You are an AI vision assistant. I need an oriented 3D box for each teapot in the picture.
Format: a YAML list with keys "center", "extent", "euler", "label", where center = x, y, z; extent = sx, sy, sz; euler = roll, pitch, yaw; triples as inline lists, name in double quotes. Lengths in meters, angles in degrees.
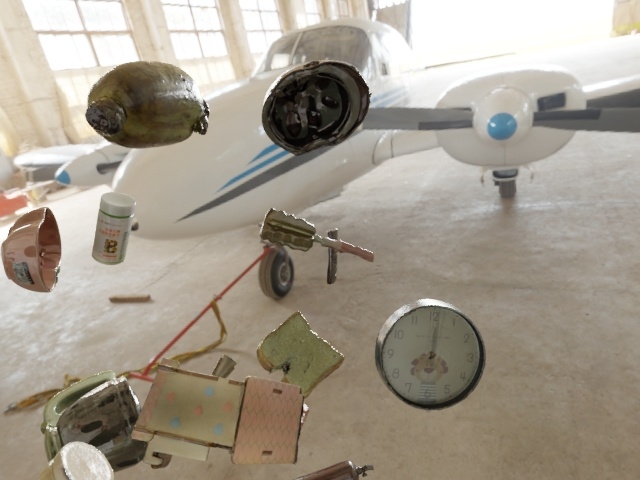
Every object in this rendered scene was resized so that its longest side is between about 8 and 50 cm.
- center: [-0.626, 0.490, 1.149]
  extent: [0.239, 0.239, 0.321]
  euler: [-15, 57, -33]
  label: "teapot"

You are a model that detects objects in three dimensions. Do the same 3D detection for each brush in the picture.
- center: [0.000, 0.000, 1.054]
  extent: [0.301, 0.084, 0.071]
  euler: [18, -21, -12]
  label: "brush"

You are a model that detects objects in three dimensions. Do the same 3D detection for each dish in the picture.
- center: [-0.710, 0.027, 1.026]
  extent: [0.090, 0.213, 0.213]
  euler: [-3, 18, -19]
  label: "dish"

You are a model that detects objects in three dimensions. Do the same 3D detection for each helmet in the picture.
- center: [-0.022, -0.385, 1.184]
  extent: [0.305, 0.225, 0.177]
  euler: [-21, 32, 1]
  label: "helmet"

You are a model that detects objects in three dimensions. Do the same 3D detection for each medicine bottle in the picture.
- center: [-0.555, -0.030, 1.123]
  extent: [0.086, 0.183, 0.086]
  euler: [18, 24, -9]
  label: "medicine bottle"

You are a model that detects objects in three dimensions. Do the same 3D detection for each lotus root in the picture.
- center: [-0.342, -0.264, 0.824]
  extent: [0.173, 0.173, 0.309]
  euler: [-4, 15, 17]
  label: "lotus root"

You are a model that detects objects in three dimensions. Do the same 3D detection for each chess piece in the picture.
- center: [-0.565, 0.552, 0.842]
  extent: [0.261, 0.142, 0.143]
  euler: [-43, 29, -9]
  label: "chess piece"

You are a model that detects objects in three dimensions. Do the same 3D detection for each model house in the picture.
- center: [-0.155, 0.329, 0.758]
  extent: [0.244, 0.326, 0.169]
  euler: [6, 65, 2]
  label: "model house"

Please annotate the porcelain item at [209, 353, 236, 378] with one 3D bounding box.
- center: [-0.460, 0.612, 1.846]
  extent: [0.213, 0.084, 0.054]
  euler: [-56, 7, -31]
  label: "porcelain item"

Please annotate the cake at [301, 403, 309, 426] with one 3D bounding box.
- center: [-0.107, 0.788, 1.801]
  extent: [0.135, 0.098, 0.287]
  euler: [18, 17, -13]
  label: "cake"

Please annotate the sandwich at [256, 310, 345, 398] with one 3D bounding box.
- center: [-0.087, 0.439, 1.589]
  extent: [0.273, 0.095, 0.249]
  euler: [42, 59, 18]
  label: "sandwich"

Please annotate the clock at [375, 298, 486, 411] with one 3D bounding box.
- center: [0.311, 0.324, 1.182]
  extent: [0.313, 0.312, 0.061]
  euler: [-12, 3, -3]
  label: "clock"

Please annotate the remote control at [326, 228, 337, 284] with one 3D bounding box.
- center: [0.044, 0.060, 1.560]
  extent: [0.028, 0.212, 0.059]
  euler: [9, 18, 24]
  label: "remote control"

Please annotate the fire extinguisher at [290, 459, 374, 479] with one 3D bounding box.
- center: [0.023, 0.680, 1.181]
  extent: [0.268, 0.089, 0.072]
  euler: [-18, 54, -4]
  label: "fire extinguisher"
